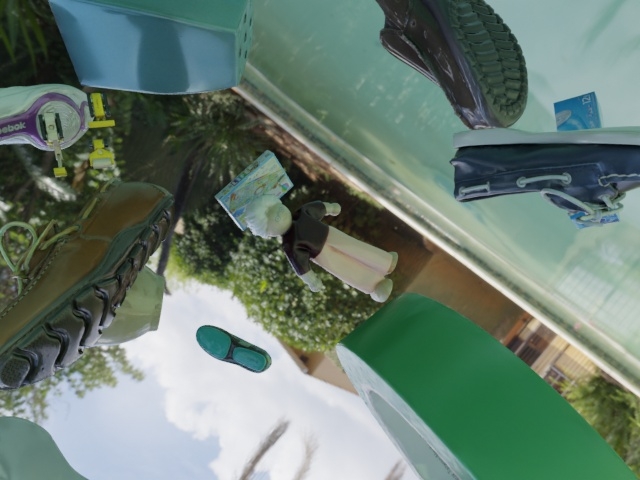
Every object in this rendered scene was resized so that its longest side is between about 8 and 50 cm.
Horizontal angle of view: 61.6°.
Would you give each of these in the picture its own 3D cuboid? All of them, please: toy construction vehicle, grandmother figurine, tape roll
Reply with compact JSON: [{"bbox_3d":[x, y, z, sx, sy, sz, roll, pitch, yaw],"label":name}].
[{"bbox_3d":[-0.305,-0.134,0.682,0.035,0.086,0.098,166,91,-69],"label":"toy construction vehicle"},{"bbox_3d":[0.000,0.000,1.126,0.343,0.104,0.207,26,-130,-18],"label":"grandmother figurine"},{"bbox_3d":[0.139,0.193,0.447,0.321,0.077,0.321,50,167,16],"label":"tape roll"}]

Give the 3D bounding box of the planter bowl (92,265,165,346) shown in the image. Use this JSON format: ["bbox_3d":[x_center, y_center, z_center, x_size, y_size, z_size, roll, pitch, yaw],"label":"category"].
[{"bbox_3d":[-0.326,0.102,0.914,0.109,0.161,0.162,8,-164,-20],"label":"planter bowl"}]

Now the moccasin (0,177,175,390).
[{"bbox_3d":[-0.332,0.031,0.715,0.147,0.139,0.379,18,-136,0],"label":"moccasin"}]

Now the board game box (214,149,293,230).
[{"bbox_3d":[-0.142,-0.108,1.169,0.026,0.154,0.103,35,163,44],"label":"board game box"}]

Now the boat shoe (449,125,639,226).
[{"bbox_3d":[0.215,-0.057,0.456,0.095,0.078,0.255,-6,-169,-40],"label":"boat shoe"}]

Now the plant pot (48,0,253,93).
[{"bbox_3d":[-0.222,-0.315,0.773,0.235,0.165,0.165,12,151,0],"label":"plant pot"}]

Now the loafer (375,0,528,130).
[{"bbox_3d":[0.164,-0.298,0.765,0.134,0.130,0.365,-12,-109,-36],"label":"loafer"}]

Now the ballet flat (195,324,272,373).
[{"bbox_3d":[-0.190,0.243,1.193,0.189,0.070,0.070,25,-179,18],"label":"ballet flat"}]

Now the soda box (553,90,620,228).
[{"bbox_3d":[0.439,-0.131,0.887,0.067,0.209,0.071,-12,161,33],"label":"soda box"}]

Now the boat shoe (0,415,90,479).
[{"bbox_3d":[-0.409,0.355,0.777,0.258,0.084,0.095,61,-151,-23],"label":"boat shoe"}]

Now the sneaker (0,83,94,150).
[{"bbox_3d":[-0.500,-0.205,0.828,0.152,0.114,0.305,34,-148,20],"label":"sneaker"}]
